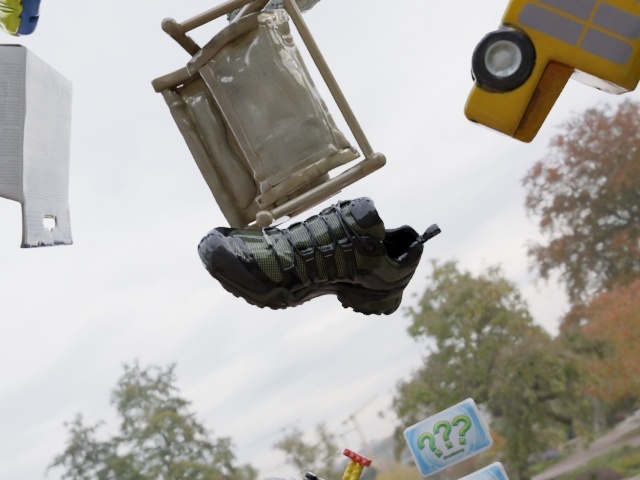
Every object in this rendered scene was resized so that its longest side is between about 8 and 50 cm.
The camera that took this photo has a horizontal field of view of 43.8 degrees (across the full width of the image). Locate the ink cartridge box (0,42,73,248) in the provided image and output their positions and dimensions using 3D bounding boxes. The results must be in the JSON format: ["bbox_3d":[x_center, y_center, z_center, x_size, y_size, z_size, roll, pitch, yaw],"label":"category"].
[{"bbox_3d":[-0.347,-0.103,0.963,0.045,0.224,0.223,0,0,-4],"label":"ink cartridge box"}]

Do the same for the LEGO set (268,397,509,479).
[{"bbox_3d":[0.064,0.275,0.735,0.244,0.182,0.060,-28,-26,12],"label":"LEGO set"}]

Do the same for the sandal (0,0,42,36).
[{"bbox_3d":[-0.338,-0.400,0.967,0.138,0.126,0.317,-15,-47,-49],"label":"sandal"}]

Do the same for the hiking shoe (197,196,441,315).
[{"bbox_3d":[0.000,0.000,0.721,0.227,0.086,0.114,8,-56,-36],"label":"hiking shoe"}]

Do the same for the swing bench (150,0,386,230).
[{"bbox_3d":[-0.078,-0.148,0.984,0.165,0.253,0.255,-28,2,-14],"label":"swing bench"}]

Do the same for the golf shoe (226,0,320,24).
[{"bbox_3d":[-0.047,-0.339,1.141,0.176,0.069,0.086,-28,-19,2],"label":"golf shoe"}]

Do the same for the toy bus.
[{"bbox_3d":[0.231,-0.235,0.647,0.108,0.130,0.332,-37,-30,-77],"label":"toy bus"}]
